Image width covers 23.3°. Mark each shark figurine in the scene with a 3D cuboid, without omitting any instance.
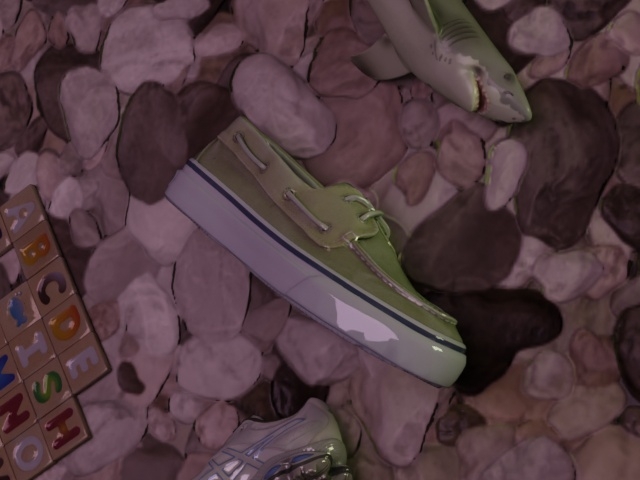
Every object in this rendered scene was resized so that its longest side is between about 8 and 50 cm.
[{"bbox_3d":[0.074,-0.223,1.156,0.116,0.278,0.166,-34,20,-25],"label":"shark figurine"}]

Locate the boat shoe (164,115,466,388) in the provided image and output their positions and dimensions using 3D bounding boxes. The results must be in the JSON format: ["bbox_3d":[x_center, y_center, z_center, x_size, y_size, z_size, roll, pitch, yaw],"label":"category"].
[{"bbox_3d":[0.000,0.000,1.147,0.302,0.109,0.094,36,93,34],"label":"boat shoe"}]

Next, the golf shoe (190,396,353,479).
[{"bbox_3d":[-0.057,0.177,1.164,0.176,0.069,0.086,-23,46,19],"label":"golf shoe"}]

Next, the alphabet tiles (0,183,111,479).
[{"bbox_3d":[-0.281,0.099,1.329,0.198,0.009,0.237,-35,62,16],"label":"alphabet tiles"}]
